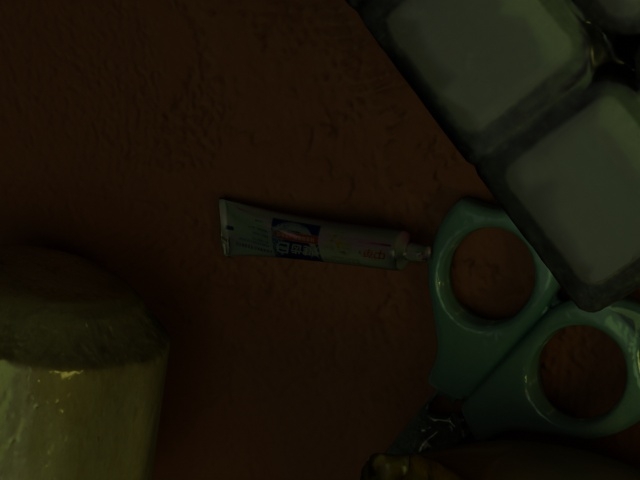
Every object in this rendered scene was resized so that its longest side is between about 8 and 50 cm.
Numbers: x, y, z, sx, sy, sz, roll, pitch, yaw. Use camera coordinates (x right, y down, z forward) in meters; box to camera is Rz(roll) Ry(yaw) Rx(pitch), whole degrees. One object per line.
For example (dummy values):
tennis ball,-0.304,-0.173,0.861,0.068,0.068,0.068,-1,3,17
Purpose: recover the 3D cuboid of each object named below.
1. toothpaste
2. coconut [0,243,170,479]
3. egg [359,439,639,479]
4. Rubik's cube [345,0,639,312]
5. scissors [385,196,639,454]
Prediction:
toothpaste,0.000,0.000,1.272,0.170,0.028,0.045,8,114,30
coconut,-0.214,0.122,1.320,0.202,0.202,0.222,16,107,20
egg,0.163,0.221,1.191,0.286,0.174,0.264,36,151,18
Rubik's cube,0.204,-0.191,0.962,0.305,0.301,0.304,-39,88,29
scissors,0.087,0.128,1.280,0.191,0.029,0.360,46,123,11
